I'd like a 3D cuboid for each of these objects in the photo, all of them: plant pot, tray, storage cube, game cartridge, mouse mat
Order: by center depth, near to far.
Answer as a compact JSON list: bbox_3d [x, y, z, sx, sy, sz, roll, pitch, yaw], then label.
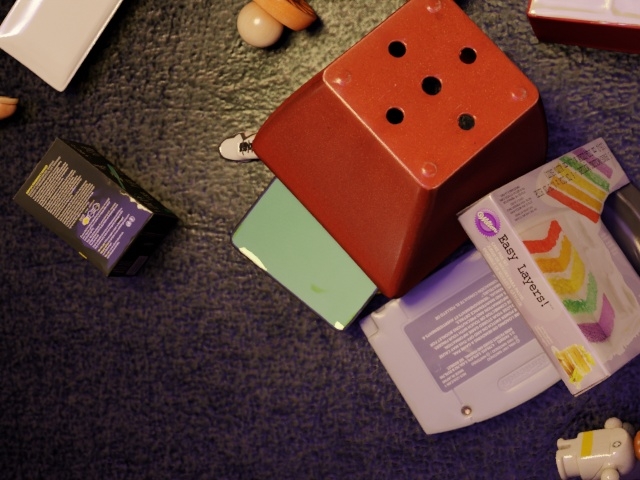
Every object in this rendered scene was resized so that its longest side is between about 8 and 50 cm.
[{"bbox_3d":[0.108,-0.137,1.761,0.267,0.236,0.267,-40,81,-16],"label":"plant pot"},{"bbox_3d":[0.353,-0.326,1.781,0.215,0.193,0.184,9,91,12],"label":"storage cube"},{"bbox_3d":[0.000,0.000,1.867,0.189,0.007,0.153,39,98,6],"label":"mouse mat"},{"bbox_3d":[0.219,0.105,1.871,0.294,0.060,0.196,-32,80,9],"label":"game cartridge"},{"bbox_3d":[-0.306,-0.337,1.984,0.145,0.030,0.270,36,96,25],"label":"tray"}]

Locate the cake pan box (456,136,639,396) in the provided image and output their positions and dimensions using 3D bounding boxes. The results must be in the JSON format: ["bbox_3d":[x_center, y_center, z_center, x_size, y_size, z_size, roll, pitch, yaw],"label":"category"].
[{"bbox_3d":[0.312,0.023,1.763,0.070,0.267,0.246,-36,81,43],"label":"cake pan box"}]

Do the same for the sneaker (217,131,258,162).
[{"bbox_3d":[-0.081,-0.122,1.940,0.109,0.044,0.040,-5,90,13],"label":"sneaker"}]

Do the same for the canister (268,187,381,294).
[{"bbox_3d":[0.038,-0.027,1.899,0.170,0.073,0.126,35,96,8],"label":"canister"}]

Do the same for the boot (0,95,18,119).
[{"bbox_3d":[-0.474,-0.108,2.006,0.197,0.073,0.152,-12,85,23],"label":"boot"}]

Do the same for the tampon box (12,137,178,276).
[{"bbox_3d":[-0.286,-0.041,1.939,0.161,0.120,0.101,38,95,10],"label":"tampon box"}]

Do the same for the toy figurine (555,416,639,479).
[{"bbox_3d":[0.370,0.309,1.752,0.148,0.213,0.210,-11,74,20],"label":"toy figurine"}]

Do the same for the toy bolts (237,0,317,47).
[{"bbox_3d":[-0.110,-0.362,1.884,0.158,0.218,0.228,-48,63,14],"label":"toy bolts"}]
